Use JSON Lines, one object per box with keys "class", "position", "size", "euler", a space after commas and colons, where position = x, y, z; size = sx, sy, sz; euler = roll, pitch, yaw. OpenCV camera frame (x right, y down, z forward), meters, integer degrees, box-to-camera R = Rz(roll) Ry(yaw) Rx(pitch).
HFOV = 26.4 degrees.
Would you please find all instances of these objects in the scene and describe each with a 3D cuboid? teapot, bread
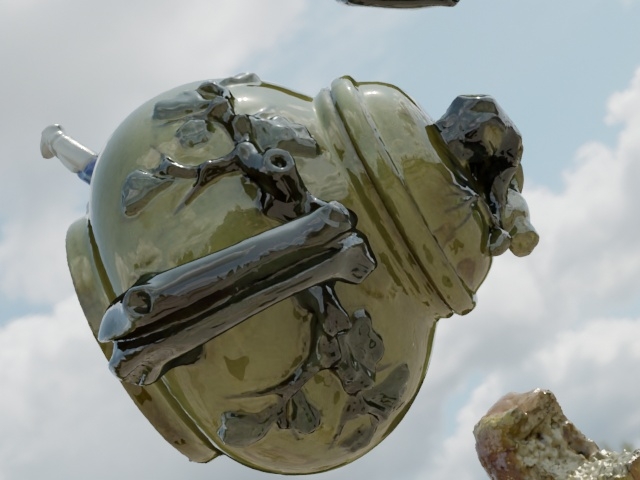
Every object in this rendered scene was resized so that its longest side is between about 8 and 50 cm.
{"class": "teapot", "position": [0.000, 0.000, 0.554], "size": [0.183, 0.173, 0.269], "euler": [-29, -2, 8]}
{"class": "bread", "position": [0.300, 0.315, 1.366], "size": [0.109, 0.380, 0.185], "euler": [-36, 8, -28]}

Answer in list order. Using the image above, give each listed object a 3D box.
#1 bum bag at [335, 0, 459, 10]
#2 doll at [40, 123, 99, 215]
{"class": "bum bag", "position": [0.046, -0.215, 0.845], "size": [0.142, 0.326, 0.079], "euler": [-8, -52, -11]}
{"class": "doll", "position": [-0.084, -0.001, 0.857], "size": [0.114, 0.227, 0.057], "euler": [-5, -50, -48]}
